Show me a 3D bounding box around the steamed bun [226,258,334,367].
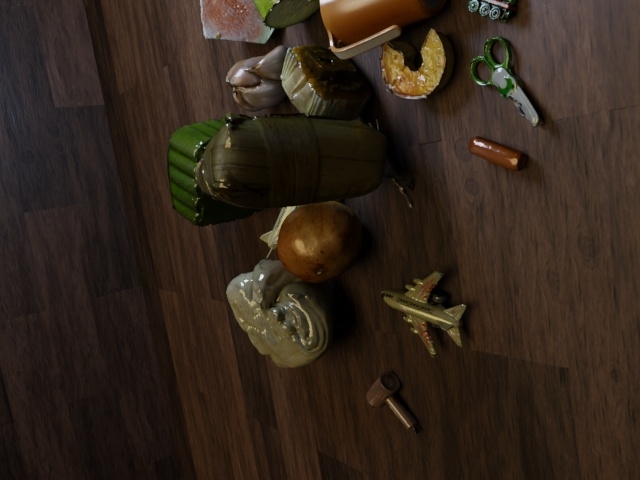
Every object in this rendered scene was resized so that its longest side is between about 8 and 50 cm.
[{"bbox_3d":[-0.096,0.202,1.729,0.339,0.247,0.352,53,148,-1],"label":"steamed bun"}]

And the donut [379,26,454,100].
[{"bbox_3d":[0.219,-0.385,1.259,0.181,0.078,0.146,4,106,46],"label":"donut"}]

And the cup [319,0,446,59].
[{"bbox_3d":[0.128,-0.510,1.238,0.264,0.182,0.226,4,70,46],"label":"cup"}]

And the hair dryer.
[{"bbox_3d":[0.209,0.467,1.579,0.181,0.064,0.117,49,138,24],"label":"hair dryer"}]

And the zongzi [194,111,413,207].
[{"bbox_3d":[-0.057,-0.195,1.447,0.467,0.500,0.218,-165,74,-71],"label":"zongzi"}]

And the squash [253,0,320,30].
[{"bbox_3d":[-0.114,-0.711,1.486,0.189,0.189,0.260,-27,83,53],"label":"squash"}]

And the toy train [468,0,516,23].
[{"bbox_3d":[0.336,-0.465,1.101,0.103,0.044,0.064,42,122,38],"label":"toy train"}]

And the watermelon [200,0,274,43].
[{"bbox_3d":[-0.246,-0.699,1.661,0.262,0.201,0.212,25,122,37],"label":"watermelon"}]

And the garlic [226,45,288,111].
[{"bbox_3d":[-0.168,-0.471,1.681,0.214,0.191,0.160,1,128,41],"label":"garlic"}]

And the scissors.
[{"bbox_3d":[0.374,-0.305,1.116,0.204,0.027,0.101,61,145,22],"label":"scissors"}]

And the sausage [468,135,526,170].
[{"bbox_3d":[0.360,-0.181,1.164,0.131,0.041,0.039,35,133,42],"label":"sausage"}]

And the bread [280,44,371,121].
[{"bbox_3d":[0.016,-0.394,1.412,0.110,0.210,0.192,-49,64,43],"label":"bread"}]

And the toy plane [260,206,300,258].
[{"bbox_3d":[-0.092,-0.066,1.718,0.104,0.242,0.256,39,112,-10],"label":"toy plane"}]

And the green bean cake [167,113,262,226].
[{"bbox_3d":[-0.322,-0.234,1.827,0.218,0.335,0.319,30,123,33],"label":"green bean cake"}]

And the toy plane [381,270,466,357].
[{"bbox_3d":[0.251,0.166,1.388,0.244,0.092,0.229,26,124,47],"label":"toy plane"}]

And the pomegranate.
[{"bbox_3d":[0.000,0.000,1.558,0.248,0.248,0.248,22,119,48],"label":"pomegranate"}]
